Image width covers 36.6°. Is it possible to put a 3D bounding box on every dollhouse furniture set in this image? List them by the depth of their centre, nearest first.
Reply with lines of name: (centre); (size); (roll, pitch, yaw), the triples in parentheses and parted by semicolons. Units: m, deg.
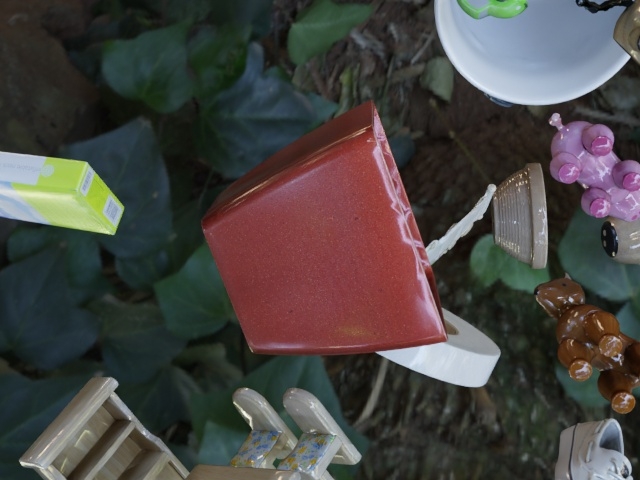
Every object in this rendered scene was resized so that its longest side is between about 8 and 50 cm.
dollhouse furniture set: (-0.130, 0.216, 0.868); (0.242, 0.212, 0.161); (-10, 123, 46)

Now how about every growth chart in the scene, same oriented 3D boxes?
growth chart: (0.244, -0.010, 1.805); (0.021, 0.237, 0.172); (44, 156, 13)

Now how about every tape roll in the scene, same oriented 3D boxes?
tape roll: (0.163, 0.164, 1.899); (0.392, 0.392, 0.072); (23, 98, -3)

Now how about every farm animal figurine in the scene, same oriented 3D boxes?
farm animal figurine: (0.330, -0.025, 0.808); (0.326, 0.172, 0.330); (11, 111, 2)

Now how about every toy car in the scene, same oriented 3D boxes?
toy car: (0.144, -0.325, 1.170); (0.225, 0.239, 0.053); (34, 102, 11)

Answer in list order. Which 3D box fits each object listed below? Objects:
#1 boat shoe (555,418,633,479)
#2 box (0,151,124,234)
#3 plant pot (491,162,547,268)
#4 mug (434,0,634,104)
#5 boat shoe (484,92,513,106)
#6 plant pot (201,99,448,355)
boat shoe: (0.383, 0.325, 1.320); (0.088, 0.267, 0.096); (-30, 94, 21)
box: (-0.329, -0.057, 1.109); (0.178, 0.042, 0.109); (8, 156, 17)
plant pot: (0.437, -0.051, 2.146); (0.109, 0.237, 0.237); (-4, 124, 8)
mug: (0.354, -0.381, 1.367); (0.374, 0.328, 0.276); (0, 120, 10)
boat shoe: (0.295, -0.303, 1.717); (0.183, 0.065, 0.083); (40, 161, -12)
plant pot: (0.000, 0.000, 1.218); (0.235, 0.267, 0.267); (-18, 103, 8)
